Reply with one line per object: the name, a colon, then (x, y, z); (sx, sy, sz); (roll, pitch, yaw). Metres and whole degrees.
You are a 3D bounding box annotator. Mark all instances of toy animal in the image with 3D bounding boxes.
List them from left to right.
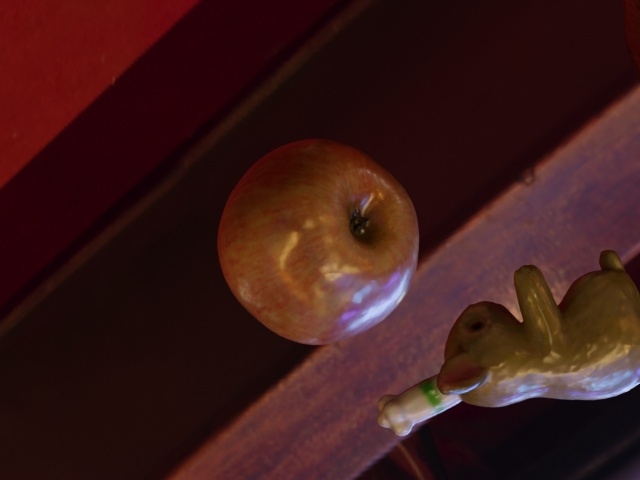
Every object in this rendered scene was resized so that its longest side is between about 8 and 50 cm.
toy animal: (0.247, 0.132, 1.484); (0.363, 0.180, 0.181); (-6, 155, -9)

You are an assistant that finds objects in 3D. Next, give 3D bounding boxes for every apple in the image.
apple: (0.000, 0.000, 0.812); (0.146, 0.131, 0.146); (6, 77, -28)

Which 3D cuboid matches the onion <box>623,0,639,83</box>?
onion: (0.554, -0.302, 1.417); (0.348, 0.385, 0.347); (8, 116, 16)
